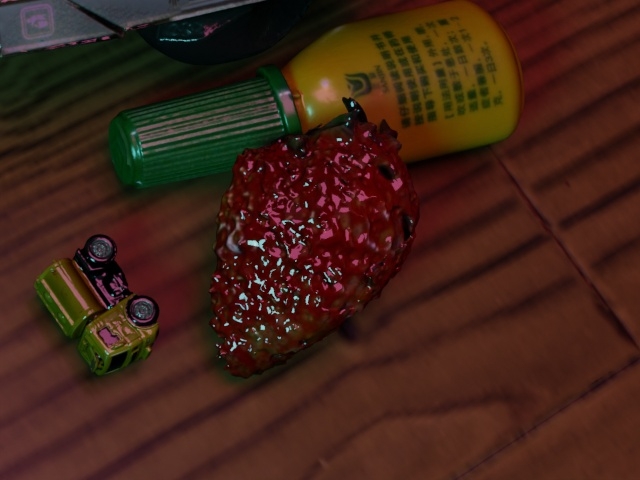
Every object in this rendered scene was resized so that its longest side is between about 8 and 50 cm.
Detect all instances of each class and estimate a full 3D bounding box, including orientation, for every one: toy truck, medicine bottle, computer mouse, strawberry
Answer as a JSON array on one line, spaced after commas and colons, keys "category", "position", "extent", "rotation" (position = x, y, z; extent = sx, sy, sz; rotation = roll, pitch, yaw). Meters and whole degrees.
[{"category": "toy truck", "position": [-0.143, 0.046, 1.306], "extent": [0.054, 0.049, 0.083], "rotation": [-30, 78, -27]}, {"category": "medicine bottle", "position": [0.000, -0.095, 1.405], "extent": [0.309, 0.076, 0.111], "rotation": [-14, 74, -24]}, {"category": "computer mouse", "position": [-0.063, -0.162, 1.411], "extent": [0.099, 0.057, 0.172], "rotation": [10, 31, 33]}, {"category": "strawberry", "position": [0.001, -0.004, 1.328], "extent": [0.192, 0.085, 0.140], "rotation": [-34, 112, -26]}]

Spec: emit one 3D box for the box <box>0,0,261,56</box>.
[{"category": "box", "position": [-0.091, -0.197, 1.362], "extent": [0.324, 0.180, 0.047], "rotation": [-16, 114, -20]}]
